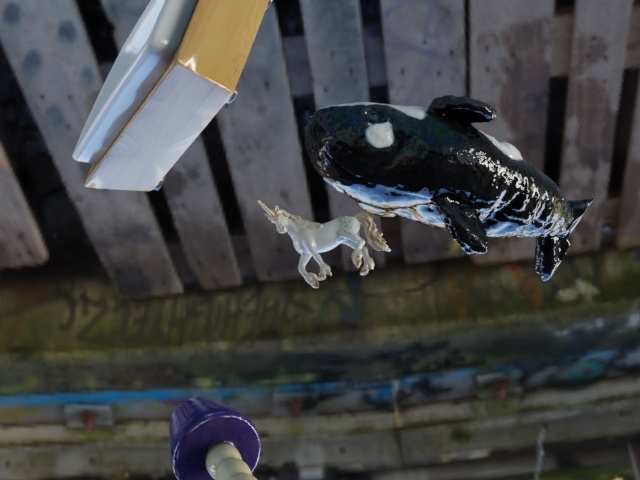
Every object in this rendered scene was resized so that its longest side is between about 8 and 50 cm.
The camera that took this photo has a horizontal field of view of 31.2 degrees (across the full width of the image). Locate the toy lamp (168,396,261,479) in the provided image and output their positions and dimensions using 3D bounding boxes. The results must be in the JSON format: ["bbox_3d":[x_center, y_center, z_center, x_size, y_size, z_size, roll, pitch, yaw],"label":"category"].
[{"bbox_3d":[-0.057,0.199,0.878,0.080,0.274,0.080,-8,112,-20],"label":"toy lamp"}]

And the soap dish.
[{"bbox_3d":[-0.176,-0.205,1.380,0.118,0.229,0.291,28,143,-17],"label":"soap dish"}]

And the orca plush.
[{"bbox_3d":[0.113,-0.018,0.938,0.151,0.102,0.287,-29,138,30],"label":"orca plush"}]

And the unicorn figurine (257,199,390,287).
[{"bbox_3d":[0.000,0.000,1.486,0.162,0.111,0.060,-8,156,-25],"label":"unicorn figurine"}]
